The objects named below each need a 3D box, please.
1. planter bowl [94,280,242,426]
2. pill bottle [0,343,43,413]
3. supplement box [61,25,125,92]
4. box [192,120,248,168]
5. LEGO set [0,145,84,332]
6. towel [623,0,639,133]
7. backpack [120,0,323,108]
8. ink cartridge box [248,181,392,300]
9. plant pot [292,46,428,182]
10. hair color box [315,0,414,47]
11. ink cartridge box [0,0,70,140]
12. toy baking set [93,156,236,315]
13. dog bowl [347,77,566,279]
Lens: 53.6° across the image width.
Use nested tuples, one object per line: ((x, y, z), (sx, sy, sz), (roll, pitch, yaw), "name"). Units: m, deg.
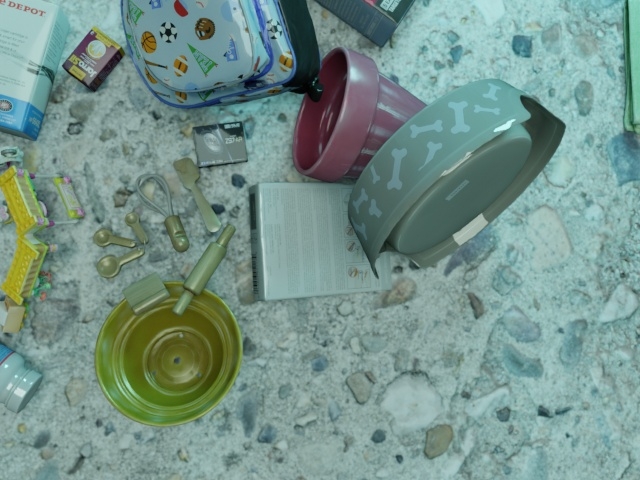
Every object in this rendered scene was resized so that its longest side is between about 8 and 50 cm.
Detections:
((-0.226, 0.179, 0.976), (0.217, 0.090, 0.217), (1, 69, -3), "planter bowl")
((-0.508, 0.193, 0.953), (0.160, 0.087, 0.087), (30, 85, -5), "pill bottle")
((-0.361, -0.288, 1.009), (0.055, 0.043, 0.083), (37, 85, -6), "supplement box")
((-0.164, -0.157, 1.042), (0.083, 0.018, 0.067), (-8, 90, -7), "box")
((-0.438, -0.005, 0.981), (0.132, 0.107, 0.287), (-4, 94, 27), "LEGO set")
((0.709, -0.312, 1.152), (0.324, 0.038, 0.248), (1, 87, -5), "towel")
((-0.159, -0.311, 0.928), (0.263, 0.213, 0.277), (-9, 98, 31), "backpack")
((0.000, 0.000, 1.054), (0.232, 0.066, 0.189), (-2, 88, -28), "ink cartridge box")
((0.076, -0.176, 0.997), (0.180, 0.201, 0.202), (15, 86, -22), "plant pot")
((0.009, -0.511, 1.028), (0.374, 0.113, 0.185), (34, 85, -4), "hair color box")
((-0.490, -0.275, 0.970), (0.148, 0.086, 0.203), (16, 85, -7), "ink cartridge box")
((-0.236, -0.010, 0.981), (0.196, 0.030, 0.256), (32, 71, 9), "toy baking set")
((0.190, -0.088, 0.936), (0.348, 0.349, 0.102), (-35, 68, -7), "dog bowl")
